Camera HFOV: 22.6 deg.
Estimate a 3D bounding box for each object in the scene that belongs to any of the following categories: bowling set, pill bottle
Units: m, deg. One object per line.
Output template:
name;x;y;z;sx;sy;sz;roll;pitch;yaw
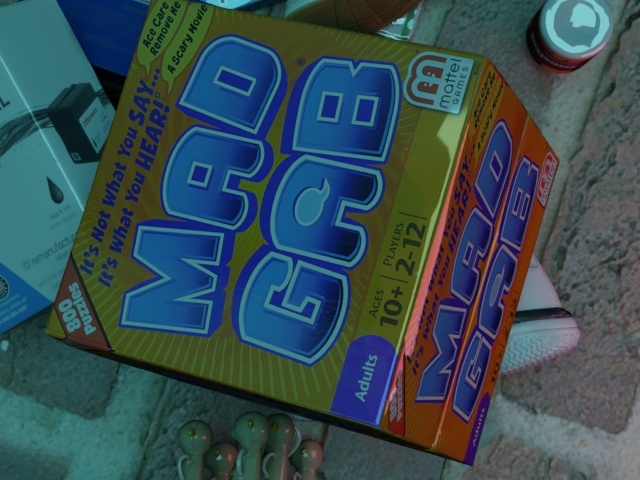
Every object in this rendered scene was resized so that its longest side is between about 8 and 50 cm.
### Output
bowling set;-0.120;0.260;1.787;0.200;0.287;0.154;6;69;14
pill bottle;0.288;-0.242;1.877;0.086;0.152;0.086;0;87;-1

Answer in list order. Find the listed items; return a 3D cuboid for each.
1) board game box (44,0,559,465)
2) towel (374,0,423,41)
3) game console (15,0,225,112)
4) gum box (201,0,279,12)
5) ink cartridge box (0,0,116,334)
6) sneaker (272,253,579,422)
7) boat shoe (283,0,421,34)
board game box;0.000;0.000;1.646;0.357;0.356;0.356;14;82;21
towel;0.054;-0.313;1.946;0.152;0.023;0.113;19;84;2
game console;-0.244;-0.163;1.880;0.293;0.173;0.250;21;55;22
gum box;-0.123;-0.347;1.924;0.184;0.041;0.157;-18;85;2
ink cartridge box;-0.331;-0.081;1.776;0.223;0.129;0.307;-28;90;37
sneaker;0.101;0.080;1.867;0.366;0.137;0.210;-17;80;0
boat shoe;0.076;-0.324;1.896;0.277;0.098;0.096;-23;61;1
